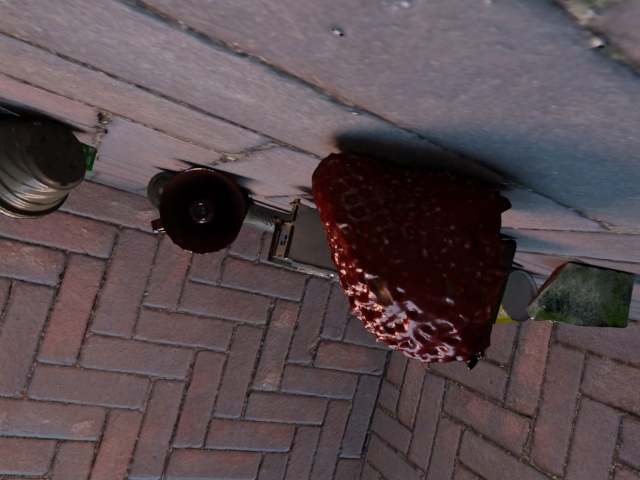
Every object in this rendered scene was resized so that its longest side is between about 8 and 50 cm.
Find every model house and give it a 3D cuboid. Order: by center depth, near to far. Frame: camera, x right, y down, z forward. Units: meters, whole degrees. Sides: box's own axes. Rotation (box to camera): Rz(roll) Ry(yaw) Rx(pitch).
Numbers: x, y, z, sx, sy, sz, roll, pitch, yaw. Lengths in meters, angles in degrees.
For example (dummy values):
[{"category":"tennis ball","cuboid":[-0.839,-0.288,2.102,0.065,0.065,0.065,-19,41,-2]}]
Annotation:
[{"category":"model house","cuboid":[0.000,0.000,1.068,0.271,0.178,0.206,13,171,-23]}]

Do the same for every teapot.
[{"category":"teapot","cuboid":[-0.399,-0.149,1.292,0.111,0.149,0.108,52,-165,1]}]

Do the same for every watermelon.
[{"category":"watermelon","cuboid":[0.599,0.120,1.076,0.193,0.139,0.257,8,-177,29]}]

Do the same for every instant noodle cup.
[{"category":"instant noodle cup","cuboid":[0.563,0.173,1.433,0.205,0.204,0.153,16,170,-23]}]

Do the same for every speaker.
[{"category":"speaker","cuboid":[-0.297,-0.051,1.176,0.198,0.259,0.329,49,178,-3]}]

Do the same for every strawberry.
[{"category":"strawberry","cuboid":[0.110,0.021,0.587,0.258,0.260,0.261,8,175,9]}]

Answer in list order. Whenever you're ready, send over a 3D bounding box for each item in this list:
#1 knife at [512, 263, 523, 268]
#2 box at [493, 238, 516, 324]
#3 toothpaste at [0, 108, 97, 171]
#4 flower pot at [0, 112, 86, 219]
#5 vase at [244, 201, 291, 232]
[{"category":"knife","cuboid":[0.465,0.047,1.221,0.313,0.019,0.045,17,-176,-40]},{"category":"box","cuboid":[0.263,0.064,0.989,0.143,0.184,0.273,20,175,-12]},{"category":"toothpaste","cuboid":[-0.661,-0.235,1.101,0.050,0.065,0.267,10,175,21]},{"category":"flower pot","cuboid":[-0.592,-0.167,0.963,0.141,0.235,0.235,-12,166,22]},{"category":"vase","cuboid":[-0.154,-0.064,1.485,0.219,0.096,0.096,20,175,-29]}]
